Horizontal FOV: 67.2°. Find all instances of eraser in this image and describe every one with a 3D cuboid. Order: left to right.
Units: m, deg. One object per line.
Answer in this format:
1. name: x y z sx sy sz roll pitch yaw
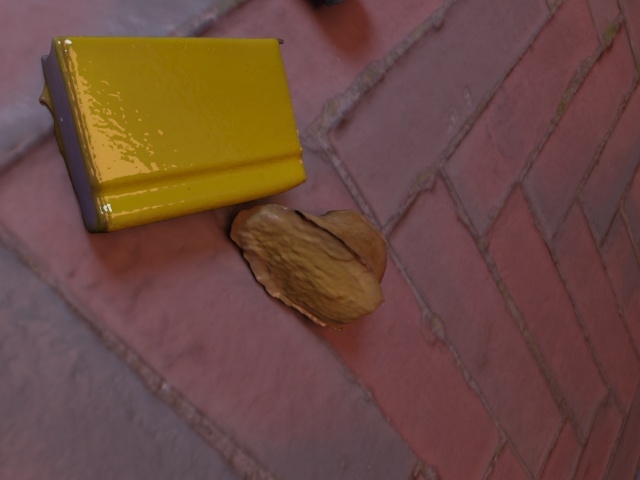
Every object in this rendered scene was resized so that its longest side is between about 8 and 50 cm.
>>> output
1. eraser: -0.127 -0.105 0.460 0.225 0.069 0.158 -17 102 -36

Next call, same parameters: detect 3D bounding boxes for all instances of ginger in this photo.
1. ginger: -0.003 -0.001 0.556 0.193 0.115 0.123 39 46 -24

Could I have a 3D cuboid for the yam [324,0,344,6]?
1. yam: -0.015 -0.380 0.506 0.093 0.093 0.259 -57 131 -22
